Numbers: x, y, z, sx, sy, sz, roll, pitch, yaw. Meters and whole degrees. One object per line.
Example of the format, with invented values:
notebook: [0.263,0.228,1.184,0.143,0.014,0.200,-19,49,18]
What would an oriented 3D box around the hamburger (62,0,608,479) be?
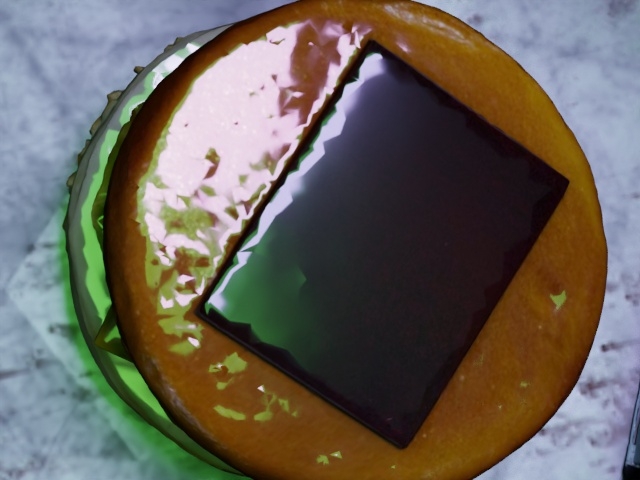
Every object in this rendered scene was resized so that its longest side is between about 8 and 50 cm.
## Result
hamburger: [0.000,0.000,0.927,0.291,0.225,0.291,0,90,-12]

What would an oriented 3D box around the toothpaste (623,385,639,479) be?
toothpaste: [0.261,0.008,1.037,0.089,0.071,0.312,14,83,-8]
